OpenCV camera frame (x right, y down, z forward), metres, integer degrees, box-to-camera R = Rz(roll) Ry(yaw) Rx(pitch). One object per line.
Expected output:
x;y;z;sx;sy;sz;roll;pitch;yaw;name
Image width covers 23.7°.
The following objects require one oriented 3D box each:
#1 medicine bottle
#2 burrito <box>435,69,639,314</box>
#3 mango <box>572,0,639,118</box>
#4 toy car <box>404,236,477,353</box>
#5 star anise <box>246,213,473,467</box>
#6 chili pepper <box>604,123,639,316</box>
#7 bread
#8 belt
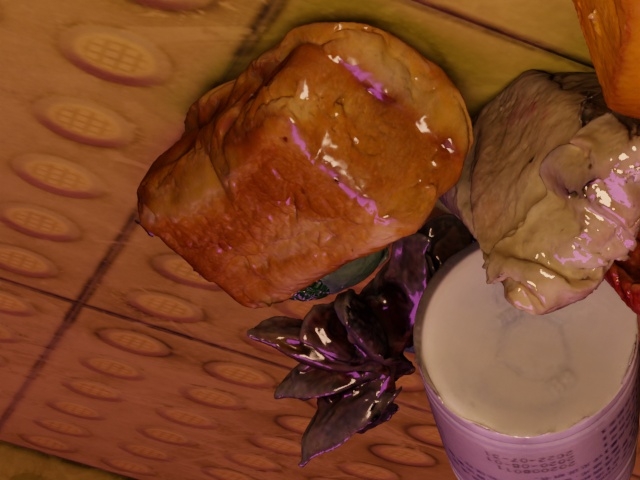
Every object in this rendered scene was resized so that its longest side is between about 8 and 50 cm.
0.197;0.142;1.402;0.190;0.190;0.332;7;156;14;medicine bottle
0.177;-0.052;1.192;0.107;0.175;0.348;41;-173;-13;burrito
0.239;-0.159;0.898;0.199;0.201;0.350;22;173;38;mango
0.163;0.048;1.549;0.141;0.097;0.321;13;154;-16;toy car
0.047;0.085;1.414;0.129;0.212;0.283;48;147;19;star anise
0.388;0.019;1.189;0.305;0.229;0.251;23;151;-18;chili pepper
-0.019;-0.066;1.317;0.195;0.149;0.344;43;151;-13;bread
0.000;0.000;1.505;0.151;0.121;0.079;-10;148;23;belt
